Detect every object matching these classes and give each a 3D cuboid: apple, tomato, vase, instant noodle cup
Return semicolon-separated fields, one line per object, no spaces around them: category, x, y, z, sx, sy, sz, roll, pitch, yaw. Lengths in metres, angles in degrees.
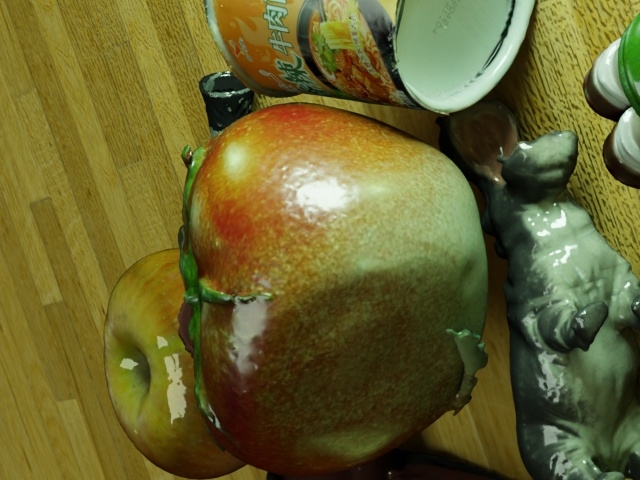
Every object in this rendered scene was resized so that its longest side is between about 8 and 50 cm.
apple;-0.121;0.124;2.041;0.210;0.173;0.235;13;109;58
tomato;0.009;0.037;1.594;0.303;0.239;0.304;176;90;-82
vase;-0.087;-0.081;1.973;0.059;0.059;0.167;28;130;46
instant noodle cup;0.048;-0.204;1.574;0.182;0.230;0.230;22;126;38

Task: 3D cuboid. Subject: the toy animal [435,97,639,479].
toy animal;0.195;0.042;1.590;0.168;0.106;0.343;-18;86;65

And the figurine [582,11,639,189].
figurine;0.291;-0.142;1.293;0.370;0.167;0.281;141;120;-62

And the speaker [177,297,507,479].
speaker;0.045;0.165;1.871;0.259;0.198;0.330;-15;121;18
